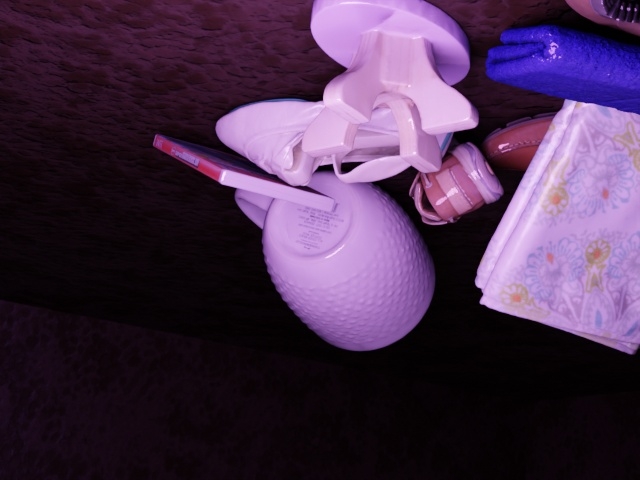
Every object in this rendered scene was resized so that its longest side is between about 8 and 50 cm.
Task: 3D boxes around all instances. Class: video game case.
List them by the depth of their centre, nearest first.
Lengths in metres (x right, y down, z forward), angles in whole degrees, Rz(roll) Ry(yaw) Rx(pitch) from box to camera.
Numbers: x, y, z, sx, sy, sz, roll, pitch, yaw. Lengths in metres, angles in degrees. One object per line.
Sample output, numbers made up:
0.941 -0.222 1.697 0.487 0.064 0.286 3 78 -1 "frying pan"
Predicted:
-0.128 -0.111 1.880 0.204 0.025 0.285 14 -172 -32 "video game case"

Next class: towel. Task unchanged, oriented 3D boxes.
0.382 -0.212 1.452 0.308 0.076 0.227 10 180 -13 "towel"
0.433 -0.027 1.692 0.321 0.374 0.090 17 -161 -23 "towel"

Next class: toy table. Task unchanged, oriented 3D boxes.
0.092 -0.201 1.506 0.274 0.161 0.252 19 158 -41 "toy table"

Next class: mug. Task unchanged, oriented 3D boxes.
0.000 0.000 2.106 0.374 0.276 0.328 30 170 27 "mug"

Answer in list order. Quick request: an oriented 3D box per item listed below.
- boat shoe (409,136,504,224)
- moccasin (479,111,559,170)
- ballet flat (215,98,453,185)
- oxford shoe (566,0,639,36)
0.191 -0.088 1.812 0.116 0.123 0.324 -34 -179 1 "boat shoe"
0.428 -0.106 1.782 0.380 0.147 0.139 8 163 -15 "moccasin"
0.009 -0.147 1.755 0.400 0.139 0.139 -4 163 24 "ballet flat"
0.372 -0.278 1.360 0.227 0.082 0.096 13 -175 -37 "oxford shoe"
